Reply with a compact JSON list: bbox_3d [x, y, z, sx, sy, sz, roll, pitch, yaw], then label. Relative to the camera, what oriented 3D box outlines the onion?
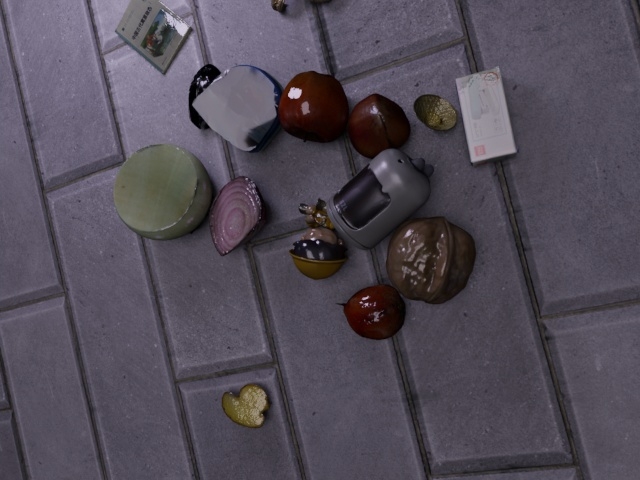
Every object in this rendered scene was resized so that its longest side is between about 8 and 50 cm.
[{"bbox_3d":[-0.278,-0.091,1.637,0.250,0.111,0.248,-38,58,26],"label":"onion"}]

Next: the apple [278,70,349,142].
[{"bbox_3d":[-0.026,-0.423,1.479,0.233,0.234,0.234,1,92,18],"label":"apple"}]

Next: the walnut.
[{"bbox_3d":[0.326,0.055,1.376,0.273,0.227,0.273,2,96,17],"label":"walnut"}]

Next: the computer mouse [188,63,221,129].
[{"bbox_3d":[-0.420,-0.525,1.675,0.146,0.077,0.242,7,95,19],"label":"computer mouse"}]

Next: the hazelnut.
[{"bbox_3d":[0.178,-0.353,1.420,0.208,0.208,0.208,1,92,18],"label":"hazelnut"}]

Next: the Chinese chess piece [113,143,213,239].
[{"bbox_3d":[-0.565,-0.172,1.666,0.349,0.146,0.350,-2,80,10],"label":"Chinese chess piece"}]

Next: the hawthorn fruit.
[{"bbox_3d":[0.157,0.227,1.479,0.235,0.181,0.181,2,93,31],"label":"hawthorn fruit"}]

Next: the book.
[{"bbox_3d":[-0.641,-0.805,1.762,0.282,0.025,0.215,40,104,11],"label":"book"}]

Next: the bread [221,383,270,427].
[{"bbox_3d":[-0.267,0.590,1.679,0.187,0.065,0.150,12,85,20],"label":"bread"}]

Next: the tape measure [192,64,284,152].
[{"bbox_3d":[-0.250,-0.457,1.568,0.259,0.138,0.262,41,100,-2],"label":"tape measure"}]

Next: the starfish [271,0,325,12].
[{"bbox_3d":[-0.071,-0.926,1.533,0.311,0.113,0.303,5,96,9],"label":"starfish"}]

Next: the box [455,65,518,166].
[{"bbox_3d":[0.496,-0.366,1.382,0.135,0.079,0.270,-11,89,18],"label":"box"}]

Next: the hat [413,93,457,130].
[{"bbox_3d":[0.347,-0.381,1.444,0.145,0.067,0.146,6,62,-11],"label":"hat"}]

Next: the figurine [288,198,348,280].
[{"bbox_3d":[0.002,0.002,1.517,0.192,0.167,0.257,3,70,22],"label":"figurine"}]

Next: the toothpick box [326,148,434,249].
[{"bbox_3d":[0.199,-0.136,1.404,0.316,0.229,0.229,-41,80,25],"label":"toothpick box"}]
